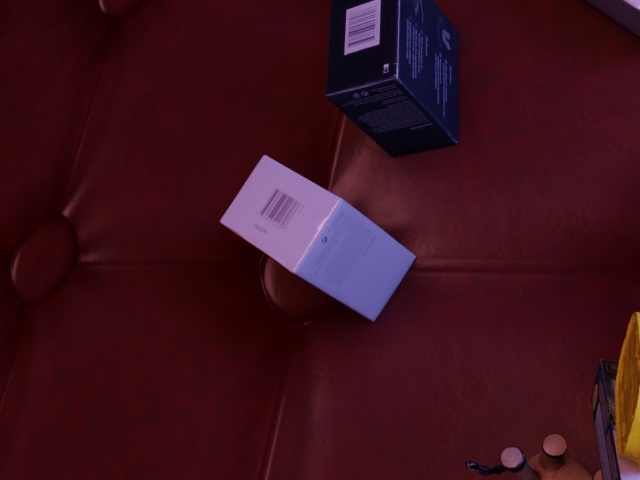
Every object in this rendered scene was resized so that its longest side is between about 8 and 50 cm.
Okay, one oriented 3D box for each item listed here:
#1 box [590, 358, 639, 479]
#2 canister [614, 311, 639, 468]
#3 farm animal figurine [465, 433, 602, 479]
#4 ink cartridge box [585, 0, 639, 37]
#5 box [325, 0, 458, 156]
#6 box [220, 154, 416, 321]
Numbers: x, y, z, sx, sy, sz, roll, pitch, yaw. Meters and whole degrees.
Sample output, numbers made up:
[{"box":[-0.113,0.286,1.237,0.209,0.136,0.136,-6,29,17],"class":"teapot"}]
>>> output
[{"box":[0.324,0.163,0.669,0.233,0.044,0.159,7,27,8],"class":"box"},{"box":[0.296,0.114,0.630,0.170,0.126,0.073,11,116,11],"class":"canister"},{"box":[0.275,0.315,0.690,0.327,0.172,0.330,-7,57,19],"class":"farm animal figurine"},{"box":[0.368,-0.331,0.955,0.219,0.093,0.160,-47,51,9],"class":"ink cartridge box"},{"box":[0.086,-0.202,1.052,0.093,0.158,0.155,-11,63,31],"class":"box"},{"box":[0.000,0.000,1.012,0.130,0.170,0.091,32,88,40],"class":"box"}]
